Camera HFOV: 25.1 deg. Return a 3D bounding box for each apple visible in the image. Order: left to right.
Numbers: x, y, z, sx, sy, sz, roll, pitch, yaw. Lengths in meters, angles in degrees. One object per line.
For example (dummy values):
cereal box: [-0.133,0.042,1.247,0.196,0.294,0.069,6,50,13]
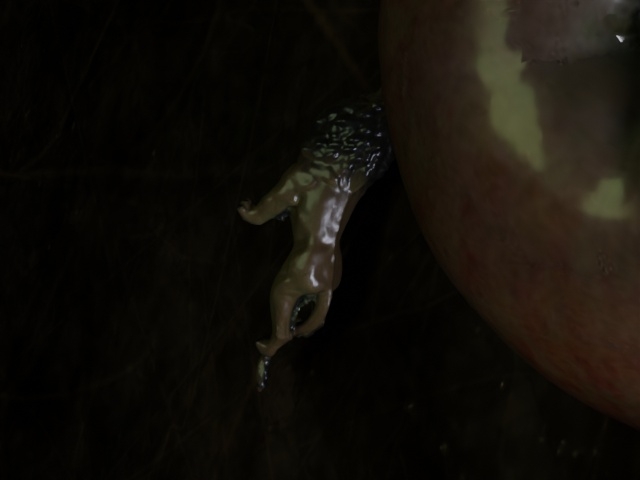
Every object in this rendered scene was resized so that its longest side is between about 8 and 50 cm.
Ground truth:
apple: [0.168,-0.076,0.518,0.345,0.269,0.345,-15,71,51]

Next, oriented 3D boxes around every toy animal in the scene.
toy animal: [-0.012,-0.004,0.930,0.086,0.069,0.220,32,111,42]
